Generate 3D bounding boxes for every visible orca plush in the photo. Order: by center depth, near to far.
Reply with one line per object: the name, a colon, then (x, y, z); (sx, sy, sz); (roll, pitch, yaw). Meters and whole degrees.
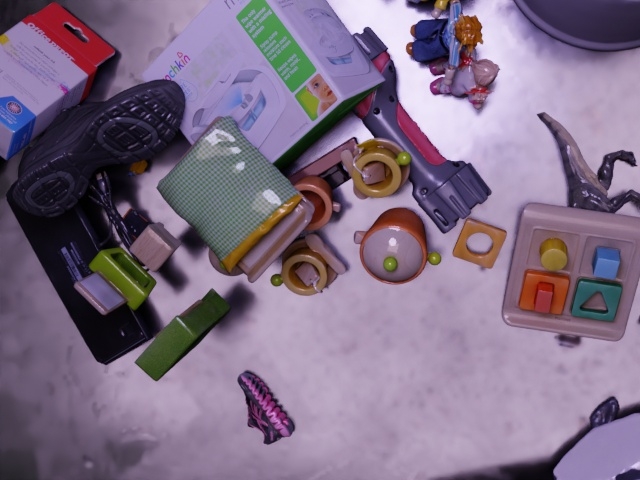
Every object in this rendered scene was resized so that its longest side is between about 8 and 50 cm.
orca plush: (0.477, 0.291, 1.764); (0.287, 0.102, 0.151); (-43, 42, -1)

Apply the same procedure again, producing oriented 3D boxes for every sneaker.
sneaker: (-0.323, -0.156, 1.746); (0.286, 0.130, 0.109); (-29, 133, 9)
sneaker: (-0.095, 0.256, 1.842); (0.057, 0.047, 0.119); (-36, 86, 18)

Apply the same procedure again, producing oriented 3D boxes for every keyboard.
keyboard: (-0.342, 0.016, 1.843); (0.201, 0.033, 0.317); (-30, 89, 33)

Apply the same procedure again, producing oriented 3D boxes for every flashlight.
flashlight: (0.127, -0.164, 1.774); (0.304, 0.103, 0.103); (49, 125, 0)

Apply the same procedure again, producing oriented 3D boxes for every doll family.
doll family: (0.176, -0.314, 1.706); (0.118, 0.163, 0.262); (-3, 93, -26)

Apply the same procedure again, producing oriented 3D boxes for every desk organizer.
desk organizer: (0.009, -0.099, 1.812); (0.130, 0.047, 0.050); (-31, 90, 7)

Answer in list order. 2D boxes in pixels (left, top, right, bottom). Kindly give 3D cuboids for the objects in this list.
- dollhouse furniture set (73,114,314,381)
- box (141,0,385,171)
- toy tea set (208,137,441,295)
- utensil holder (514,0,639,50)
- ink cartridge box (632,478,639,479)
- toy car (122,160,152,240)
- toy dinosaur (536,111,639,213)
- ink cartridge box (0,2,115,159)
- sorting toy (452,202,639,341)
dollhouse furniture set: (-0.178, 0.006, 1.671); (0.197, 0.151, 0.301); (44, 111, 3)
box: (-0.083, -0.232, 1.729); (0.262, 0.127, 0.231); (-37, 88, 38)
toy tea set: (0.000, 0.000, 1.742); (0.336, 0.124, 0.200); (-22, 110, 20)
utensil holder: (0.396, -0.430, 1.581); (0.328, 0.385, 0.327); (0, 92, 6)
ink cartridge box: (0.334, 0.500, 1.749); (0.324, 0.071, 0.330); (-11, 121, 9)
toy car: (-0.275, -0.057, 1.864); (0.040, 0.060, 0.122); (-2, 70, 50)
toy dinosaur: (0.403, -0.071, 1.758); (0.118, 0.064, 0.268); (-16, 87, 14)
ink cartridge box: (-0.429, -0.240, 1.811); (0.134, 0.078, 0.231); (39, 52, 4)
sorting toy: (0.359, 0.052, 1.736); (0.348, 0.047, 0.196); (8, 117, 4)
